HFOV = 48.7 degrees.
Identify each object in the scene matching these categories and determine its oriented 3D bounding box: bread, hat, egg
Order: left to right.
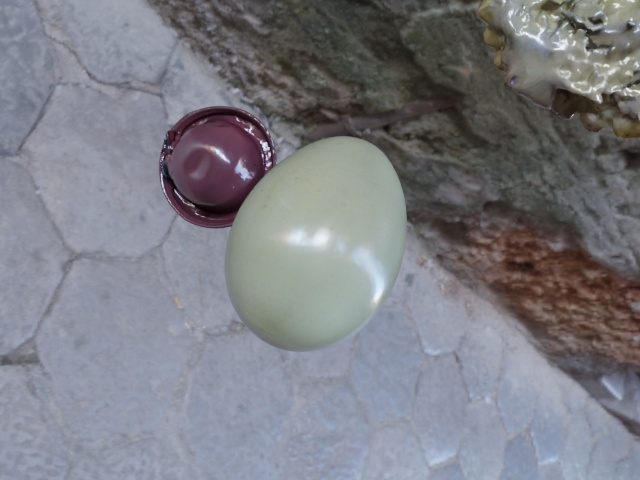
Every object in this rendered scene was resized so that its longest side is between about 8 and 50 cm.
[{"bbox_3d":[-0.167,-0.117,1.092,0.089,0.205,0.205,8,78,-74],"label":"hat"},{"bbox_3d":[0.000,0.000,0.780,0.188,0.188,0.254,41,70,-39],"label":"egg"},{"bbox_3d":[0.288,-0.232,0.660,0.149,0.274,0.274,-31,109,-71],"label":"bread"}]
